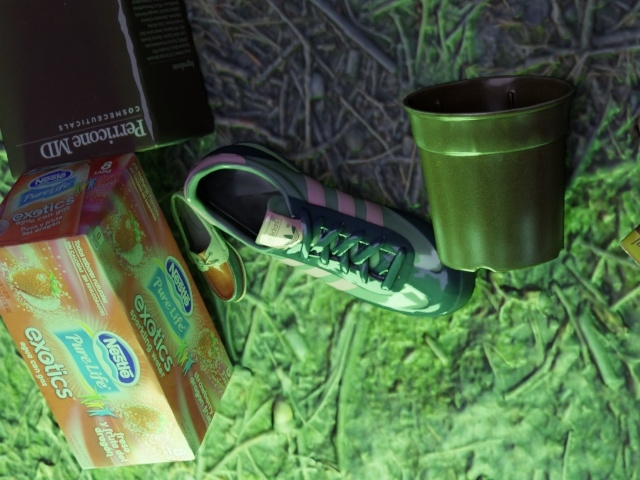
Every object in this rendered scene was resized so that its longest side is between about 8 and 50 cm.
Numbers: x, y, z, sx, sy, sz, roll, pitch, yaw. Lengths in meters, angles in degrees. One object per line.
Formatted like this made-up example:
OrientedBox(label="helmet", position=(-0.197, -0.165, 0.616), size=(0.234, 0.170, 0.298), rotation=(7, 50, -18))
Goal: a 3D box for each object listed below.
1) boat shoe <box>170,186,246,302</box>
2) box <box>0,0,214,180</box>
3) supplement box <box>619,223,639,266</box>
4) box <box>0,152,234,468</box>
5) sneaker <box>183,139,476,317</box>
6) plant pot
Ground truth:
OrientedBox(label="boat shoe", position=(-0.123, 0.006, 2.066), size=(0.049, 0.043, 0.137), rotation=(-22, 91, 23))
OrientedBox(label="box", position=(-0.264, -0.270, 2.027), size=(0.191, 0.143, 0.381), rotation=(-12, 96, 25))
OrientedBox(label="supplement box", position=(0.423, 0.000, 1.777), size=(0.191, 0.129, 0.194), rotation=(49, 113, 9))
OrientedBox(label="box", position=(-0.221, 0.077, 1.999), size=(0.142, 0.154, 0.300), rotation=(-8, 123, 23))
OrientedBox(label="sneaker", position=(0.000, 0.000, 1.961), size=(0.319, 0.131, 0.112), rotation=(24, 108, 18))
OrientedBox(label="plant pot", position=(0.171, -0.064, 1.869), size=(0.167, 0.167, 0.165), rotation=(1, 108, 24))
